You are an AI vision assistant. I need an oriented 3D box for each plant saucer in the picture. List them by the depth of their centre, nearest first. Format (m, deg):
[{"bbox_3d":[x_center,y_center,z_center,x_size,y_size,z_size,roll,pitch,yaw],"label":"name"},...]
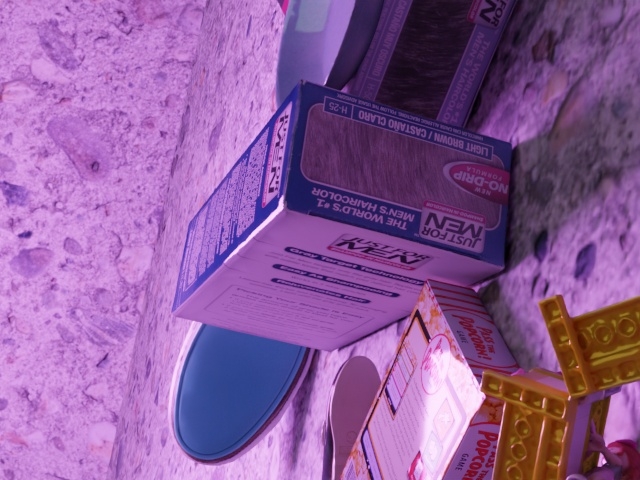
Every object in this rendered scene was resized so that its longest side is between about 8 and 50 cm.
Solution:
[{"bbox_3d":[0.014,-0.182,0.792,0.195,0.037,0.195,-167,90,-71],"label":"plant saucer"}]

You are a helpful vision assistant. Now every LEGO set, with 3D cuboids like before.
[{"bbox_3d":[0.163,0.078,0.475,0.132,0.107,0.287,42,119,31],"label":"LEGO set"}]

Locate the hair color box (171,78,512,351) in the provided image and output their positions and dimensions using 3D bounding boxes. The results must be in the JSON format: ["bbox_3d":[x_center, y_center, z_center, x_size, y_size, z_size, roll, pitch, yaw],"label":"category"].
[{"bbox_3d":[0.000,0.000,0.855,0.347,0.173,0.105,143,138,-64],"label":"hair color box"}]

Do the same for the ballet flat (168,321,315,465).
[{"bbox_3d":[-0.054,0.051,1.112,0.139,0.139,0.401,-153,80,-72],"label":"ballet flat"}]

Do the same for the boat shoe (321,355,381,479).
[{"bbox_3d":[0.024,0.169,0.877,0.043,0.049,0.137,150,126,-70],"label":"boat shoe"}]

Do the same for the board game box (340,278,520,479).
[{"bbox_3d":[0.077,0.148,0.722,0.147,0.045,0.194,-108,35,-59],"label":"board game box"}]

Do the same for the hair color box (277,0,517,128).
[{"bbox_3d":[0.060,-0.248,0.944,0.374,0.113,0.185,-111,38,-60],"label":"hair color box"}]
